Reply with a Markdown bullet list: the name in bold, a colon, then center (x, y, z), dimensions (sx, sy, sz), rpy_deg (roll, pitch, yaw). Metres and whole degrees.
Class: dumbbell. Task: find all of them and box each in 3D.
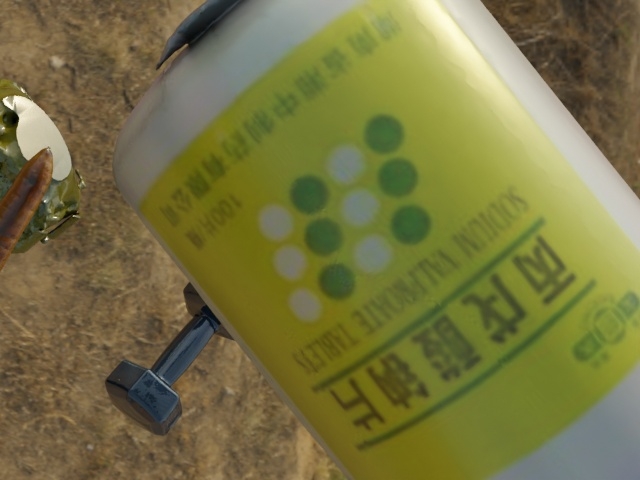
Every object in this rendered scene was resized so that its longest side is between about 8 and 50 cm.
- **dumbbell**: center (-0.271, 0.217, 1.631), dimensions (0.160, 0.144, 0.325), rpy_deg (45, 60, -12)

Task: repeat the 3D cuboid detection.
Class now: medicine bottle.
- **medicine bottle**: center (0.079, 0.038, 0.446), dimensions (0.378, 0.213, 0.213), rpy_deg (51, 49, -1)

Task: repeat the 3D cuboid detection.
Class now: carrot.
- **carrot**: center (-0.254, 0.011, 0.632), dimensions (0.037, 0.037, 0.190), rpy_deg (31, 95, -47)

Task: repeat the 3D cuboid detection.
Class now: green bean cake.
- **green bean cake**: center (-0.553, -0.126, 1.401), dimensions (0.310, 0.202, 0.285), rpy_deg (58, 23, -8)
